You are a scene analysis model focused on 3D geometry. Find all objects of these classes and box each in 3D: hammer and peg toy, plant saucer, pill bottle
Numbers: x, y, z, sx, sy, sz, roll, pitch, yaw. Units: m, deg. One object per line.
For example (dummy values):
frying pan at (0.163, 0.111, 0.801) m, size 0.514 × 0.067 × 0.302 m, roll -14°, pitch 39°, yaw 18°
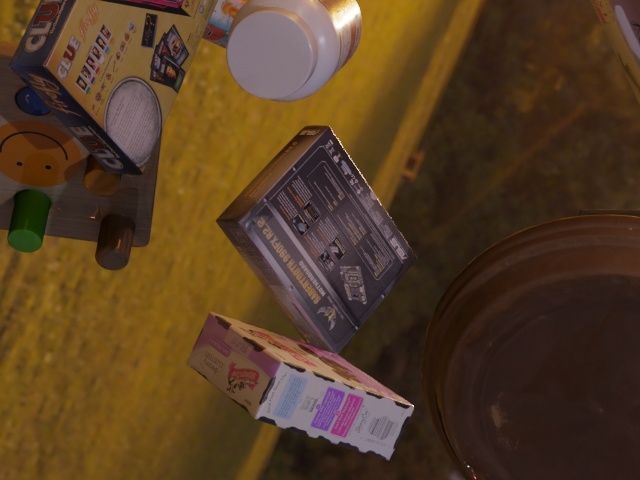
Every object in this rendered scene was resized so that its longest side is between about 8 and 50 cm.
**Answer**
hammer and peg toy at (-0.339, -0.106, 1.484) m, size 0.266 × 0.361 × 0.127 m, roll 105°, pitch -9°, yaw -48°
plant saucer at (0.202, 0.112, 1.024) m, size 0.041 × 0.277 × 0.278 m, roll -60°, pitch 171°, yaw -58°
pill bottle at (-0.031, -0.217, 1.602) m, size 0.216 × 0.121 × 0.121 m, roll -54°, pitch 166°, yaw -70°

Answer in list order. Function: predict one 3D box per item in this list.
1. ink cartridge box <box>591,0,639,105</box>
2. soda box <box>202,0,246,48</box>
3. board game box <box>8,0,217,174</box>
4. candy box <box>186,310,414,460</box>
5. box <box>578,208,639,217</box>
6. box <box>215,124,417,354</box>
ink cartridge box at (0.422, -0.242, 1.882) m, size 0.060 × 0.275 × 0.239 m, roll -26°, pitch -174°, yaw 5°
soda box at (-0.206, -0.364, 2.291) m, size 0.058 × 0.183 × 0.063 m, roll -30°, pitch -138°, yaw 61°
board game box at (-0.172, -0.205, 1.336) m, size 0.165 × 0.042 × 0.243 m, roll 52°, pitch 50°, yaw -48°
candy box at (-0.023, 0.159, 1.641) m, size 0.165 × 0.196 × 0.070 m, roll 30°, pitch -84°, yaw 53°
box at (0.379, 0.056, 1.659) m, size 0.059 × 0.232 × 0.183 m, roll 41°, pitch 59°, yaw -44°
box at (0.000, 0.000, 1.872) m, size 0.183 × 0.231 × 0.056 m, roll -48°, pitch -152°, yaw -24°
